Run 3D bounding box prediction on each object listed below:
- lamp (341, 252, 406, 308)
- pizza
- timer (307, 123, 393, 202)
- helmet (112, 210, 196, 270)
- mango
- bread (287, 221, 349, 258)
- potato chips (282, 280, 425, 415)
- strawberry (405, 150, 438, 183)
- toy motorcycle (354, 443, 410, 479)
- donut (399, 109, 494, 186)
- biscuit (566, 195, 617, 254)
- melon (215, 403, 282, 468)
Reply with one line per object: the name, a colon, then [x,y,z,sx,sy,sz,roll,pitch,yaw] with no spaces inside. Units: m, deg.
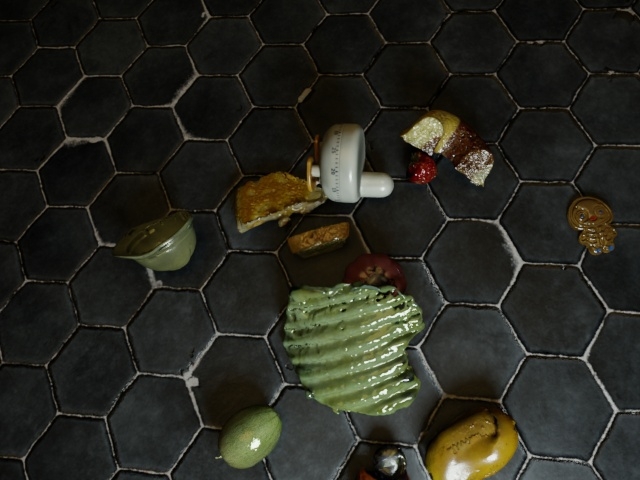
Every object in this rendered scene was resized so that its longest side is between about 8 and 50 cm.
lamp: [0.148,0.123,1.340,0.181,0.140,0.182,0,91,1]
pizza: [-0.124,-0.126,1.480,0.296,0.071,0.189,-18,59,-3]
timer: [0.095,-0.222,1.403,0.239,0.233,0.234,4,73,11]
helmet: [-0.469,0.026,1.438,0.257,0.137,0.204,-14,33,18]
mango: [0.373,0.514,1.179,0.248,0.156,0.151,-35,108,-4]
bread: [0.000,0.000,1.408,0.187,0.103,0.066,-16,71,-1]
potato chips: [0.078,0.278,1.280,0.388,0.097,0.374,4,102,10]
strawberry: [0.309,-0.214,1.447,0.106,0.106,0.106,-2,72,6]
toy motorcycle: [0.181,0.714,1.143,0.207,0.134,0.401,-25,70,-1]
donut: [0.398,-0.302,1.433,0.295,0.112,0.151,32,45,-7]
biscuit: [0.783,-0.047,1.374,0.124,0.026,0.175,-14,71,2]
melon: [-0.189,0.510,1.246,0.192,0.139,0.139,-35,72,-10]
